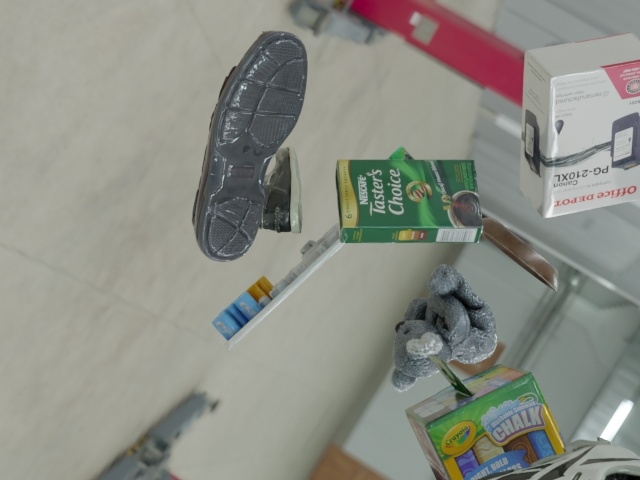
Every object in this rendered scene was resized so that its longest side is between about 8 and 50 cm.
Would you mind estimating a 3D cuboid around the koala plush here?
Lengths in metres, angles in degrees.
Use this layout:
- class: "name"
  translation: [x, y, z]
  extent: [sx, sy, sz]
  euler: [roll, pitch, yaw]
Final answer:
- class: "koala plush"
  translation: [0.230, 0.203, 2.448]
  extent: [0.221, 0.203, 0.196]
  euler: [-37, 165, -38]

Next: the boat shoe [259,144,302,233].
- class: "boat shoe"
  translation: [-0.067, -0.083, 1.835]
  extent: [0.233, 0.079, 0.084]
  euler: [-89, 172, -62]

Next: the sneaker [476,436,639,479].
- class: "sneaker"
  translation: [0.285, 0.344, 1.508]
  extent: [0.330, 0.122, 0.146]
  euler: [-25, -167, -22]

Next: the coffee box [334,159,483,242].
- class: "coffee box"
  translation: [0.113, -0.051, 1.565]
  extent: [0.040, 0.184, 0.113]
  euler: [97, -7, -57]

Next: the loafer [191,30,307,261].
- class: "loafer"
  translation: [-0.105, -0.126, 1.523]
  extent: [0.095, 0.109, 0.302]
  euler: [40, -63, 55]

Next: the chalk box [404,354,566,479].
- class: "chalk box"
  translation: [0.249, 0.295, 1.800]
  extent: [0.179, 0.289, 0.180]
  euler: [-25, -177, -6]

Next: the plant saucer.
- class: "plant saucer"
  translation: [0.303, 0.016, 1.850]
  extent: [0.029, 0.168, 0.168]
  euler: [-51, 171, 1]

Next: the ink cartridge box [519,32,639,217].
- class: "ink cartridge box"
  translation: [0.389, -0.166, 1.768]
  extent: [0.100, 0.172, 0.237]
  euler: [-115, -163, -54]

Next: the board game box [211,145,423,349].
- class: "board game box"
  translation: [0.000, 0.000, 1.907]
  extent: [0.390, 0.050, 0.390]
  euler: [-43, 180, 3]
